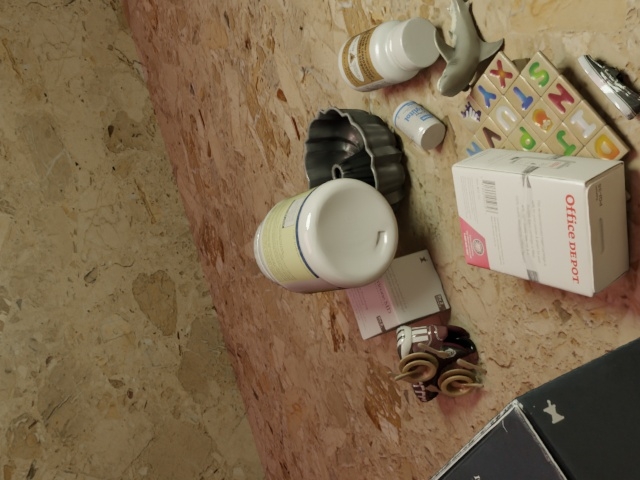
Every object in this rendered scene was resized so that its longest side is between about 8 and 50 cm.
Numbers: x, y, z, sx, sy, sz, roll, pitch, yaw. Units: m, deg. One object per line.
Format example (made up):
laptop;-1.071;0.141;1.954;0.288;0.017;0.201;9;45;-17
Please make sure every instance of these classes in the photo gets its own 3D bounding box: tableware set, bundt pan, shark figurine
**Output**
tableware set;0.262;0.305;1.652;0.128;0.194;0.039;-51;25;35
bundt pan;0.091;-0.170;1.822;0.331;0.124;0.330;33;130;50
shark figurine;0.288;-0.397;1.423;0.116;0.166;0.278;-7;78;37

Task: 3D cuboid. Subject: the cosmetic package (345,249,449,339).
cosmetic package;0.178;0.131;1.774;0.184;0.151;0.151;-40;68;59

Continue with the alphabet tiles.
alphabet tiles;0.389;-0.160;1.340;0.342;0.011;0.285;54;146;15

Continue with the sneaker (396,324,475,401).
sneaker;0.283;0.282;1.719;0.281;0.163;0.106;60;-158;-49

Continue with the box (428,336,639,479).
box;0.425;0.371;1.098;0.297;0.480;0.471;57;147;28

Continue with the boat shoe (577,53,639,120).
boat shoe;0.468;-0.253;1.194;0.040;0.049;0.142;-41;60;22

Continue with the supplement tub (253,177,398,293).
supplement tub;0.000;0.000;1.690;0.325;0.235;0.235;-14;90;62

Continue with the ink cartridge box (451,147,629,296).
ink cartridge box;0.384;-0.040;1.311;0.283;0.117;0.207;16;125;51

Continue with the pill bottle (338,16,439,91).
pill bottle;0.148;-0.401;1.603;0.229;0.131;0.131;1;103;61

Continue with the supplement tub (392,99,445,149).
supplement tub;0.213;-0.252;1.619;0.107;0.071;0.071;48;141;40

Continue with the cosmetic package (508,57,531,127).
cosmetic package;0.364;-0.270;1.367;0.060;0.041;0.115;-15;90;60
